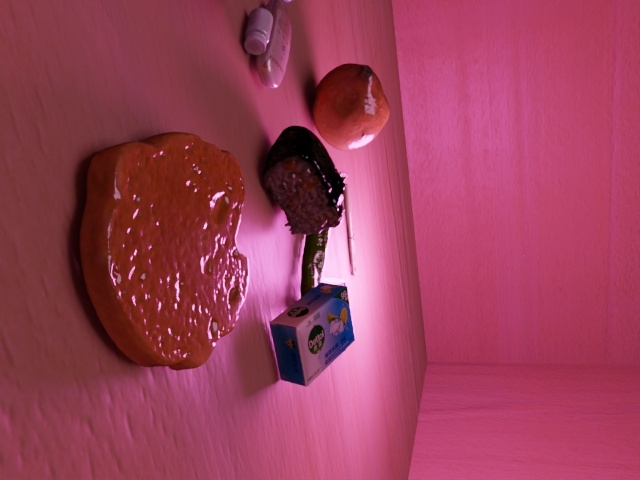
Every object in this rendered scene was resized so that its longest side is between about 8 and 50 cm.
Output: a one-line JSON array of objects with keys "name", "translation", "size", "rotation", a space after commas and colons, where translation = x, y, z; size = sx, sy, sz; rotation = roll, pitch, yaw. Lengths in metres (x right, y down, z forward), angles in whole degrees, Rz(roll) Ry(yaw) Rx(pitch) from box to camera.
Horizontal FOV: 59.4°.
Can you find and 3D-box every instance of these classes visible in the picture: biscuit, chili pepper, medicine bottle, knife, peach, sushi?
[{"name": "biscuit", "translation": [-0.187, 0.009, 0.753], "size": [0.351, 0.057, 0.311], "rotation": [-51, 136, -63]}, {"name": "chili pepper", "translation": [0.000, 0.000, 1.329], "size": [0.085, 0.077, 0.358], "rotation": [62, 37, -63]}, {"name": "medicine bottle", "translation": [-0.118, -0.394, 1.058], "size": [0.047, 0.047, 0.083], "rotation": [60, 33, -56]}, {"name": "knife", "translation": [0.094, -0.030, 1.735], "size": [0.043, 0.020, 0.292], "rotation": [-36, 122, -72]}, {"name": "peach", "translation": [0.084, -0.348, 1.425], "size": [0.232, 0.233, 0.232], "rotation": [-3, 90, -73]}, {"name": "sushi", "translation": [-0.030, -0.119, 1.155], "size": [0.126, 0.136, 0.225], "rotation": [-86, 159, -49]}]

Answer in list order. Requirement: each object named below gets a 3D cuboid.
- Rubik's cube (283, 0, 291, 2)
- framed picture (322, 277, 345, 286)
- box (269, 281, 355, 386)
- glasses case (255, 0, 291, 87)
[{"name": "Rubik's cube", "translation": [-0.064, -0.671, 1.136], "size": [0.254, 0.255, 0.254], "rotation": [-3, 90, -73]}, {"name": "framed picture", "translation": [0.032, 0.205, 1.501], "size": [0.273, 0.016, 0.216], "rotation": [11, 77, -73]}, {"name": "box", "translation": [-0.012, 0.191, 1.175], "size": [0.194, 0.073, 0.139], "rotation": [-34, 122, -49]}, {"name": "glasses case", "translation": [-0.093, -0.396, 1.128], "size": [0.081, 0.051, 0.204], "rotation": [61, 31, -59]}]
